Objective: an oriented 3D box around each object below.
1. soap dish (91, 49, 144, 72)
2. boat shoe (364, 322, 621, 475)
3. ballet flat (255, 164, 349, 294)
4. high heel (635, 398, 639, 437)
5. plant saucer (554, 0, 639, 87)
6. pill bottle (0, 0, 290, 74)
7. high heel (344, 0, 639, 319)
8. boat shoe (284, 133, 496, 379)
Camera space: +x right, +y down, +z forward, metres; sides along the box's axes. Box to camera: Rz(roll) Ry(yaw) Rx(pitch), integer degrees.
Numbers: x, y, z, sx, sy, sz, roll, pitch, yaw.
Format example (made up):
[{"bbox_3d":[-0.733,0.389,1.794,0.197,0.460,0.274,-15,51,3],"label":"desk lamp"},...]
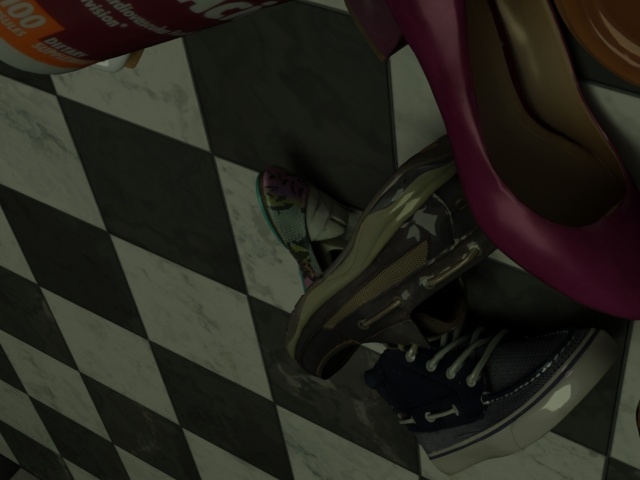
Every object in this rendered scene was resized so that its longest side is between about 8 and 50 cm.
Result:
[{"bbox_3d":[-0.260,-0.290,0.889,0.290,0.118,0.229,22,146,-15],"label":"soap dish"},{"bbox_3d":[0.155,0.134,1.059,0.158,0.127,0.340,45,147,4],"label":"boat shoe"},{"bbox_3d":[0.000,0.000,1.117,0.079,0.077,0.221,0,138,21],"label":"ballet flat"},{"bbox_3d":[0.319,0.187,0.897,0.093,0.186,0.261,17,141,32],"label":"high heel"},{"bbox_3d":[0.239,-0.172,0.685,0.200,0.037,0.200,27,145,21],"label":"plant saucer"},{"bbox_3d":[-0.048,-0.253,0.621,0.392,0.224,0.224,-12,124,27],"label":"pill bottle"},{"bbox_3d":[0.165,-0.096,0.758,0.377,0.127,0.181,46,158,-3],"label":"high heel"},{"bbox_3d":[0.072,0.053,0.997,0.130,0.132,0.355,44,142,11],"label":"boat shoe"}]
